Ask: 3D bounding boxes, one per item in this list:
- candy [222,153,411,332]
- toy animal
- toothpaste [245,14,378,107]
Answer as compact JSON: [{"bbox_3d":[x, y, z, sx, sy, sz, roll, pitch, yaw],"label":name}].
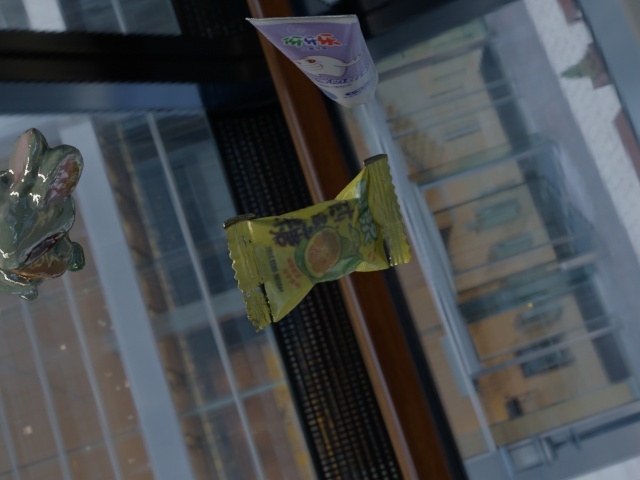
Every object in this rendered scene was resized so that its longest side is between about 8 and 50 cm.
[{"bbox_3d":[0.000,0.000,1.528,0.081,0.297,0.187,19,127,60],"label":"candy"},{"bbox_3d":[-0.265,-0.017,0.864,0.236,0.138,0.108,136,156,-72],"label":"toy animal"},{"bbox_3d":[0.011,-0.242,1.292,0.371,0.125,0.079,22,-110,-78],"label":"toothpaste"}]
